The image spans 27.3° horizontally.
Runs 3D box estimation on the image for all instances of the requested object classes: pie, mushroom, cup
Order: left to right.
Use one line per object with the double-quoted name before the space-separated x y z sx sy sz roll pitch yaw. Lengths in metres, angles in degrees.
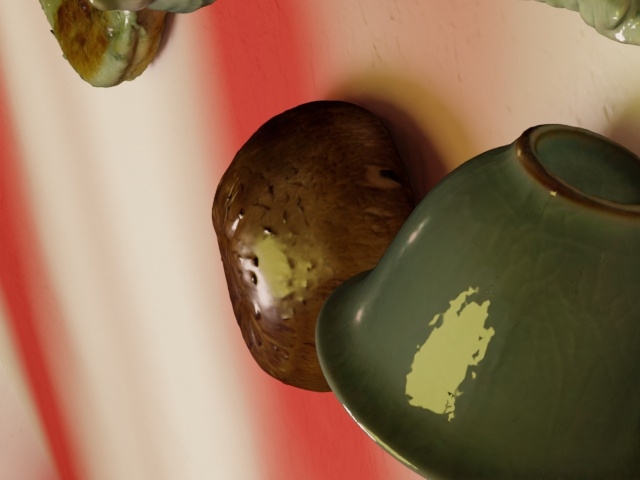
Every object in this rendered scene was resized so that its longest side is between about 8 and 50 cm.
"pie" -0.224 -0.282 1.191 0.302 0.067 0.302 45 148 39
"mushroom" -0.013 0.005 0.932 0.194 0.138 0.231 53 151 27
"cup" 0.113 0.021 0.690 0.199 0.199 0.150 47 130 36

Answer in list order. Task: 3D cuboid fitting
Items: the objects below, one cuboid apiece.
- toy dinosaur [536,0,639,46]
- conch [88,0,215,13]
"toy dinosaur" 0.024 -0.208 0.670 0.092 0.206 0.393 -65 30 26
"conch" -0.077 -0.242 0.806 0.195 0.277 0.220 -7 143 42
